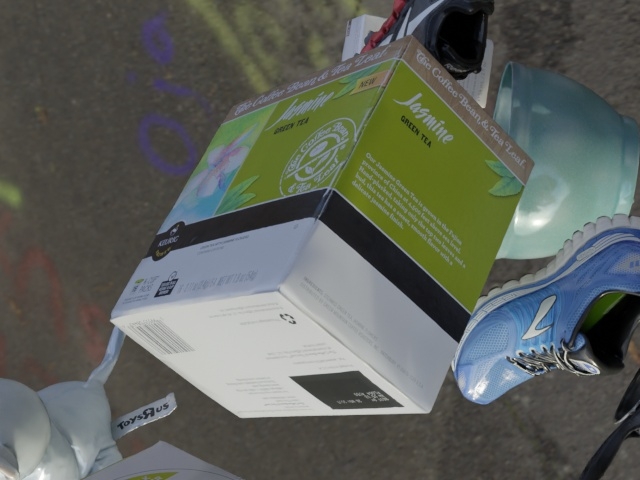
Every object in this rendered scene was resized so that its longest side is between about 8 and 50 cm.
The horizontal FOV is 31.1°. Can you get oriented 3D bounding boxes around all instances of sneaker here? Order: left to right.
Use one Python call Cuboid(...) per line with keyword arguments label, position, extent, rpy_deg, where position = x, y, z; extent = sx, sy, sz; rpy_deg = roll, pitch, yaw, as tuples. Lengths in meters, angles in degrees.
Cuboid(label="sneaker", position=(0.120, -0.216, 1.356), extent=(0.135, 0.098, 0.276), rpy_deg=(56, 137, 30))
Cuboid(label="sneaker", position=(0.288, 0.113, 1.410), extent=(0.330, 0.130, 0.147), rpy_deg=(-45, 39, 33))

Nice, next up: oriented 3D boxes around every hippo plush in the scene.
Cuboid(label="hippo plush", position=(-0.303, 0.242, 1.195), extent=(0.294, 0.236, 0.234), rpy_deg=(-38, 71, 2))

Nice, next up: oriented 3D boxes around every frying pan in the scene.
Cuboid(label="frying pan", position=(0.348, 0.135, 1.146), extent=(0.053, 0.326, 0.197), rpy_deg=(34, 116, 10))

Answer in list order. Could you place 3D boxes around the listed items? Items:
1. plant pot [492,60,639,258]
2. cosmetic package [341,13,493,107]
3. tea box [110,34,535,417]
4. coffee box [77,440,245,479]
Cuboid(label="plant pot", position=(0.352, -0.106, 1.684), extent=(0.196, 0.293, 0.293), rpy_deg=(6, 115, 3))
Cuboid(label="cosmetic package", position=(0.156, -0.286, 1.863), extent=(0.085, 0.231, 0.117), rpy_deg=(-174, 90, -70))
Cuboid(label="tea box", position=(0.000, 0.000, 1.239), extent=(0.220, 0.323, 0.329), rpy_deg=(42, 149, -26))
Cuboid(label="coffee box", position=(-0.105, 0.376, 0.702), extent=(0.334, 0.338, 0.337), rpy_deg=(17, 112, 34))
